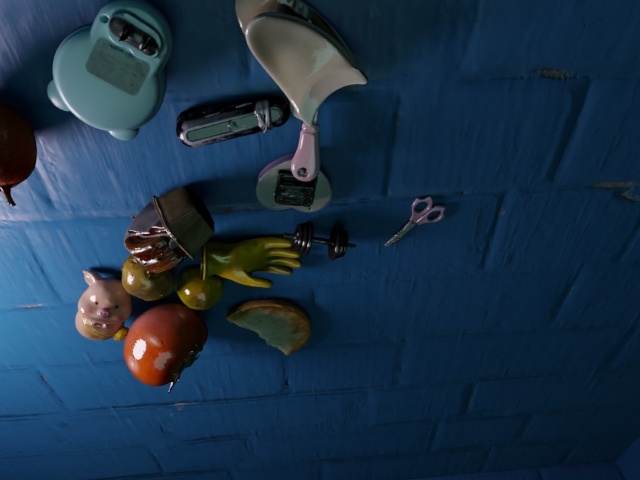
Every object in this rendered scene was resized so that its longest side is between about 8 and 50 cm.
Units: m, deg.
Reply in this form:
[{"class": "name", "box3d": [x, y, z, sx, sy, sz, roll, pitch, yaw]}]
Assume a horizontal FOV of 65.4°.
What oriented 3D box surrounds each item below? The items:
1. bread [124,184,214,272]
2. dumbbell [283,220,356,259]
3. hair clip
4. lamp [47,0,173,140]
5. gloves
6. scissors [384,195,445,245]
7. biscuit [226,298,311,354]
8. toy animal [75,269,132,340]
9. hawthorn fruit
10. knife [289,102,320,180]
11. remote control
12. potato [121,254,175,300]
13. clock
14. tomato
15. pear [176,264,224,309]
[{"class": "bread", "box3d": [-0.376, -0.020, 1.242, 0.212, 0.224, 0.142, -39, 130, -1]}, {"class": "dumbbell", "box3d": [0.000, 0.000, 1.387, 0.208, 0.099, 0.099, 9, 132, -14]}, {"class": "hair clip", "box3d": [-0.058, -0.389, 1.014, 0.172, 0.113, 0.282, -33, 131, 29]}, {"class": "lamp", "box3d": [-0.401, -0.342, 0.987, 0.209, 0.147, 0.284, 26, 134, -29]}, {"class": "gloves", "box3d": [-0.193, 0.054, 1.426, 0.294, 0.116, 0.133, 2, 141, -16]}, {"class": "scissors", "box3d": [0.259, -0.044, 1.428, 0.110, 0.021, 0.212, 29, 123, -27]}, {"class": "biscuit", "box3d": [-0.144, 0.276, 1.672, 0.204, 0.040, 0.309, -33, 129, 23]}, {"class": "toy animal", "box3d": [-0.649, 0.216, 1.495, 0.165, 0.149, 0.248, 11, 125, -34]}, {"class": "hawthorn fruit", "box3d": [-0.699, -0.180, 1.061, 0.196, 0.196, 0.226, -13, 104, 6]}, {"class": "knife", "box3d": [-0.030, -0.295, 1.131, 0.081, 0.043, 0.336, 9, 119, 7]}, {"class": "remote control", "box3d": [-0.200, -0.267, 1.135, 0.265, 0.066, 0.090, -10, 137, 4]}, {"class": "potato", "box3d": [-0.490, 0.108, 1.421, 0.137, 0.137, 0.176, -17, 135, 10]}, {"class": "clock", "box3d": [-0.064, -0.141, 1.273, 0.198, 0.064, 0.172, 4, 134, -11]}, {"class": "tomato", "box3d": [-0.474, 0.317, 1.533, 0.224, 0.256, 0.256, 34, 128, 6]}, {"class": "pear", "box3d": [-0.361, 0.150, 1.491, 0.141, 0.104, 0.141, -5, 131, -6]}]
